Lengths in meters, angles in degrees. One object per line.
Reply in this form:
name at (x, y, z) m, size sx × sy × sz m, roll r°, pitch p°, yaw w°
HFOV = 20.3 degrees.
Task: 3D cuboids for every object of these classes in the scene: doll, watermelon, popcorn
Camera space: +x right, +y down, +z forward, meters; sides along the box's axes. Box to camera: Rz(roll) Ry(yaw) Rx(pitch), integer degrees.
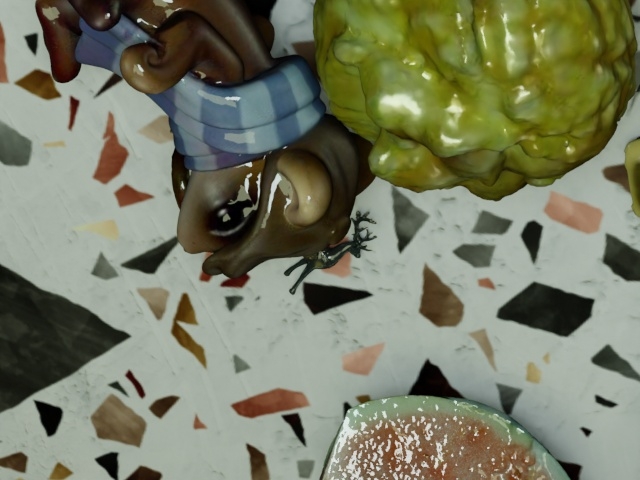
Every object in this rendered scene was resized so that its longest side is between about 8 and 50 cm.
doll at (-0.107, -0.123, 1.589) m, size 0.209 × 0.318 × 0.339 m, roll -33°, pitch 101°, yaw 14°
watermelon at (0.145, 0.281, 1.797) m, size 0.305 × 0.180 × 0.224 m, roll 21°, pitch 136°, yaw 2°
popcorn at (0.135, -0.166, 1.498) m, size 0.282 × 0.282 × 0.247 m, roll -18°, pitch 79°, yaw 24°

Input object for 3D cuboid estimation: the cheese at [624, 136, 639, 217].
cheese at (0.363, -0.060, 1.629) m, size 0.162 × 0.036 × 0.086 m, roll -3°, pitch 118°, yaw 18°

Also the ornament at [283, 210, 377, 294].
ornament at (0.000, 0.000, 1.774) m, size 0.125 × 0.028 × 0.073 m, roll -27°, pitch 108°, yaw 29°
